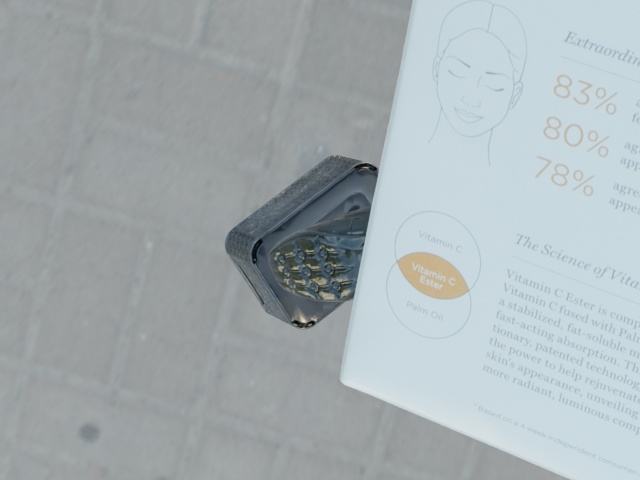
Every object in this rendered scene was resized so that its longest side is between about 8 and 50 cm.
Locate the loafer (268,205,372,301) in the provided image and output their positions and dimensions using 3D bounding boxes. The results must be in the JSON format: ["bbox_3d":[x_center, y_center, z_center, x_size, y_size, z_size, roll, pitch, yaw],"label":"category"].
[{"bbox_3d":[0.051,0.006,1.544,0.223,0.078,0.076,-12,106,38],"label":"loafer"}]

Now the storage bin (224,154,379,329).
[{"bbox_3d":[0.000,0.000,1.885,0.180,0.084,0.122,-38,111,-15],"label":"storage bin"}]

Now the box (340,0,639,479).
[{"bbox_3d":[0.164,-0.064,0.861,0.215,0.168,0.345,22,121,20],"label":"box"}]
